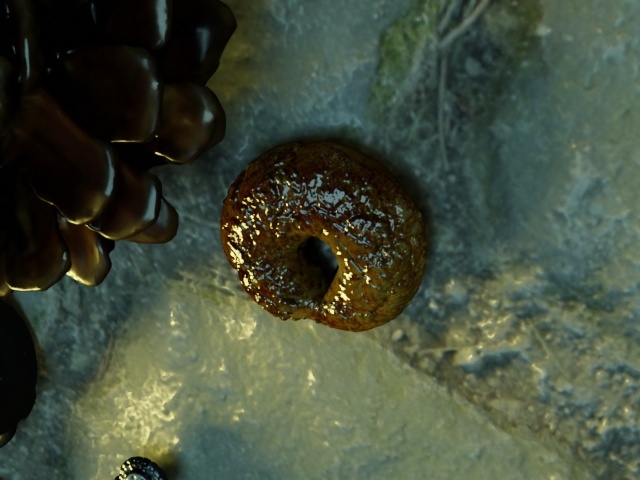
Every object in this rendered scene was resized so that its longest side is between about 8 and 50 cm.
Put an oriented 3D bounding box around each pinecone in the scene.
[{"bbox_3d":[-0.277,-0.126,1.047,0.398,0.398,0.397,11,119,21],"label":"pinecone"}]

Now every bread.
[{"bbox_3d":[0.000,0.000,1.157,0.193,0.064,0.193,12,122,19],"label":"bread"}]

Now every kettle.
[{"bbox_3d":[-0.402,0.149,1.396,0.232,0.144,0.202,-11,140,36],"label":"kettle"}]

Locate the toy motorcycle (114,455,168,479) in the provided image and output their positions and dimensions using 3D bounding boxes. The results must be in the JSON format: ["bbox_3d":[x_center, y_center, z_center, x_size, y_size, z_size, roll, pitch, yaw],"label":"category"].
[{"bbox_3d":[-0.167,0.313,1.387,0.114,0.076,0.205,-16,103,33],"label":"toy motorcycle"}]
